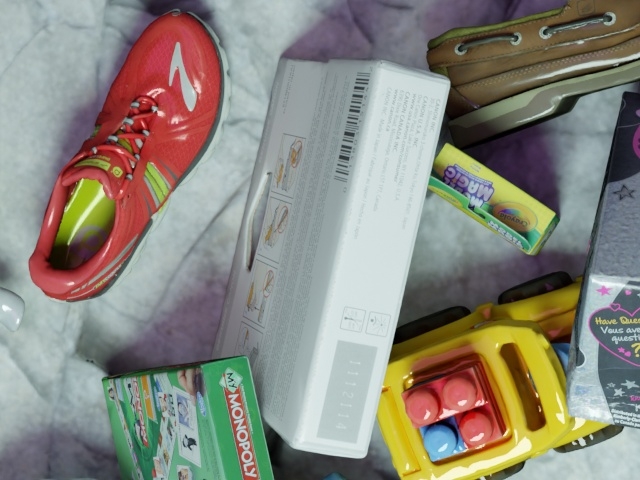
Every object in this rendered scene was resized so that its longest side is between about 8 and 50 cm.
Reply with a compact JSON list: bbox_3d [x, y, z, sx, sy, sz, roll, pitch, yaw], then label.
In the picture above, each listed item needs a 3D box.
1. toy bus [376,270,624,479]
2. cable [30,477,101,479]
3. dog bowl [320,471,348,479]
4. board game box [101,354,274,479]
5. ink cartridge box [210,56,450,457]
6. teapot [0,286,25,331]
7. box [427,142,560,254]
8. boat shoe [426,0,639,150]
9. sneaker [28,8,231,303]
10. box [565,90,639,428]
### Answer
[{"bbox_3d":[0.143,0.117,1.242,0.220,0.211,0.149,-21,85,9],"label":"toy bus"},{"bbox_3d":[-0.212,0.330,1.326,0.257,0.089,0.257,5,93,39],"label":"cable"},{"bbox_3d":[0.083,0.307,1.286,0.297,0.166,0.074,43,87,8],"label":"dog bowl"},{"bbox_3d":[-0.094,0.260,1.302,0.046,0.213,0.317,-11,89,-30],"label":"board game box"},{"bbox_3d":[0.000,0.000,1.273,0.066,0.261,0.296,12,94,-19],"label":"ink cartridge box"},{"bbox_3d":[-0.400,-0.044,1.366,0.252,0.187,0.256,11,111,37],"label":"teapot"},{"bbox_3d":[0.138,-0.032,1.255,0.105,0.179,0.043,34,97,8],"label":"box"},{"bbox_3d":[0.233,-0.174,1.269,0.307,0.111,0.104,-20,88,11],"label":"boat shoe"},{"bbox_3d":[-0.165,-0.067,1.345,0.107,0.118,0.279,26,96,9],"label":"sneaker"},{"bbox_3d":[0.283,0.015,1.178,0.163,0.247,0.142,10,128,11],"label":"box"}]
